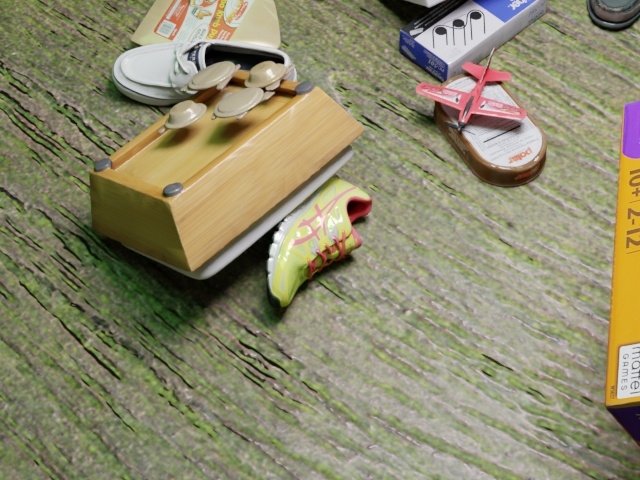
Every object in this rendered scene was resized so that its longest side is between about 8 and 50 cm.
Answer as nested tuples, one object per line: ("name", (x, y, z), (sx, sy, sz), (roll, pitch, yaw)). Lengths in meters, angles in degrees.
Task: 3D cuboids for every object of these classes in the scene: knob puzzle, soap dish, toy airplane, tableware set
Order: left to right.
("soap dish", (-0.124, -0.094, 1.434), (0.291, 0.118, 0.229), (-40, 36, -24))
("knob puzzle", (-0.146, -0.310, 1.690), (0.213, 0.030, 0.213), (0, 67, -1))
("tableware set", (-0.115, -0.180, 1.423), (0.168, 0.020, 0.141), (0, 38, 34))
("toy airplane", (0.203, -0.196, 1.545), (0.151, 0.028, 0.151), (-1, 54, 2))

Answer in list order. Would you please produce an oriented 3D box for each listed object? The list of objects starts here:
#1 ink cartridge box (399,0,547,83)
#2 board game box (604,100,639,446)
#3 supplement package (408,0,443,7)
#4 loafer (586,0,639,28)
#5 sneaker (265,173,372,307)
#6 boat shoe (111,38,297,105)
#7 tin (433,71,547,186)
("ink cartridge box", (0.218, -0.311, 1.660), (0.207, 0.046, 0.097), (-37, 61, -22))
("board game box", (0.512, 0.063, 1.099), (0.356, 0.356, 0.356), (-15, 46, 34))
("supplement package", (0.194, -0.479, 1.650), (0.262, 0.199, 0.198), (-25, 26, -14))
("loafer", (0.457, -0.423, 1.702), (0.096, 0.084, 0.267), (20, 58, 17))
("sneaker", (0.000, 0.000, 1.427), (0.094, 0.081, 0.208), (21, 58, 12))
("boat shoe", (-0.162, -0.240, 1.597), (0.258, 0.084, 0.095), (-1, 72, 3))
("tin", (0.223, -0.150, 1.550), (0.106, 0.040, 0.190), (-27, 57, -10))
